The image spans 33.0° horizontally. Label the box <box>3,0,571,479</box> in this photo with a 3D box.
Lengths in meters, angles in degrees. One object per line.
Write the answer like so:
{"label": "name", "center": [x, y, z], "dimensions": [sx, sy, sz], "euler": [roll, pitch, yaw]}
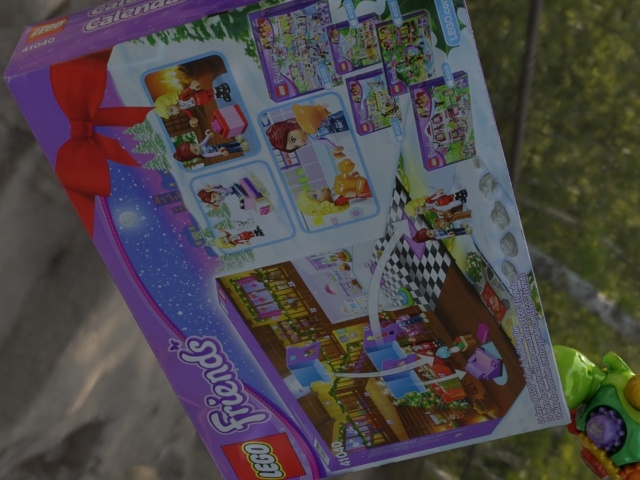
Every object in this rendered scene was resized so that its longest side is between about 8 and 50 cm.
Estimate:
{"label": "box", "center": [0.000, 0.000, 0.550], "dimensions": [0.057, 0.201, 0.293], "euler": [-92, 165, -54]}

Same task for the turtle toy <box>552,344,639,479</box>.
{"label": "turtle toy", "center": [0.198, 0.121, 0.732], "dimensions": [0.066, 0.130, 0.095], "euler": [-38, 179, -6]}
